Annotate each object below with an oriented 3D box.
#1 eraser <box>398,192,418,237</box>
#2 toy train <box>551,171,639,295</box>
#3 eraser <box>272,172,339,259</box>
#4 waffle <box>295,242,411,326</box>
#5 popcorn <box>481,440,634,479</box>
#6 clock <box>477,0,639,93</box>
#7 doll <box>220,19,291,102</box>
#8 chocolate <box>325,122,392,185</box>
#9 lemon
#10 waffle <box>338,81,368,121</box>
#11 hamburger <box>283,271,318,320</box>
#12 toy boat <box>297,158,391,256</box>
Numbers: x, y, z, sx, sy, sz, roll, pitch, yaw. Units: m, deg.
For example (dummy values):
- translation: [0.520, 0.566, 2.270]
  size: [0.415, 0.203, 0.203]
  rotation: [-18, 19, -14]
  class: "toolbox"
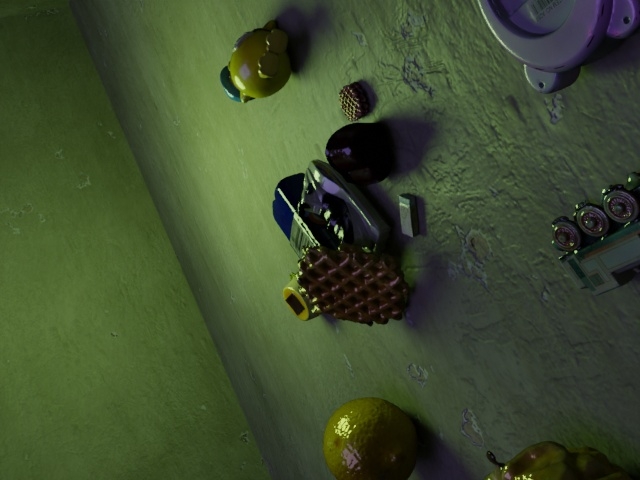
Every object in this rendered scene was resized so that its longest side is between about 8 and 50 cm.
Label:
- translation: [0.175, -0.050, 1.303]
  size: [0.038, 0.019, 0.083]
  rotation: [30, 134, 54]
  class: "eraser"
- translation: [0.394, -0.009, 0.857]
  size: [0.125, 0.081, 0.194]
  rotation: [55, 150, 5]
  class: "toy train"
- translation: [0.000, 0.000, 1.588]
  size: [0.332, 0.102, 0.155]
  rotation: [55, 152, 29]
  class: "eraser"
- translation: [0.069, 0.100, 1.419]
  size: [0.245, 0.254, 0.052]
  rotation: [84, -164, -44]
  class: "waffle"
- translation: [0.393, 0.507, 1.028]
  size: [0.382, 0.349, 0.349]
  rotation: [40, 151, 0]
  class: "popcorn"
- translation: [0.286, -0.327, 0.810]
  size: [0.247, 0.090, 0.227]
  rotation: [64, 154, 7]
  class: "clock"
- translation: [-0.151, -0.418, 1.555]
  size: [0.199, 0.145, 0.363]
  rotation: [-68, 21, -2]
  class: "doll"
- translation: [0.095, -0.173, 1.289]
  size: [0.080, 0.125, 0.149]
  rotation: [13, 157, 50]
  class: "chocolate"
- translation: [0.121, 0.490, 1.568]
  size: [0.253, 0.228, 0.228]
  rotation: [127, 120, -78]
  class: "lemon"
- translation: [0.066, -0.281, 1.333]
  size: [0.083, 0.029, 0.075]
  rotation: [-13, 97, 66]
  class: "waffle"
- translation: [-0.046, 0.152, 1.812]
  size: [0.141, 0.081, 0.126]
  rotation: [44, 149, 20]
  class: "hamburger"
- translation: [0.034, -0.065, 1.444]
  size: [0.269, 0.141, 0.140]
  rotation: [40, 144, 22]
  class: "toy boat"
